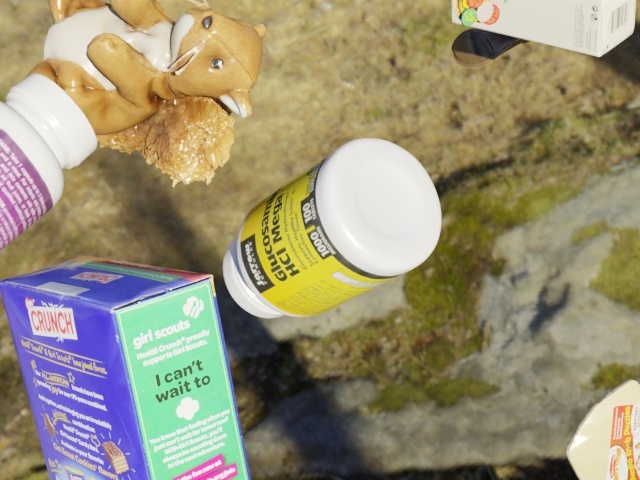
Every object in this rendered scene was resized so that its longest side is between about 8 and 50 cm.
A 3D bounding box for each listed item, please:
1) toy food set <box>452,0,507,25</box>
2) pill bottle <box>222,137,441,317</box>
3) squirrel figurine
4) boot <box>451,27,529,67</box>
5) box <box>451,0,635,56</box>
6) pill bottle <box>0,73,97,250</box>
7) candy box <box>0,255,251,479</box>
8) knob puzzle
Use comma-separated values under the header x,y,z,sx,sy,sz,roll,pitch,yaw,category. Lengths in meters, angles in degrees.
x,y,z,sx,sy,sz,roll,pitch,yaw,category
0.192,-0.294,1.302,0.083,0.082,0.020,-21,36,-26,toy food set
0.000,0.000,1.534,0.334,0.188,0.188,-31,26,52,pill bottle
-0.265,-0.282,1.897,0.370,0.397,0.281,-2,58,12,squirrel figurine
0.352,-0.381,2.025,0.197,0.073,0.152,-15,8,46,boot
0.344,-0.374,1.709,0.275,0.094,0.113,22,43,35,box
-0.428,-0.069,1.349,0.301,0.169,0.169,-44,42,-22,pill bottle
-0.201,0.186,1.154,0.122,0.317,0.268,-21,17,-35,candy box
0.431,0.289,1.567,0.213,0.213,0.030,-38,21,-11,knob puzzle
